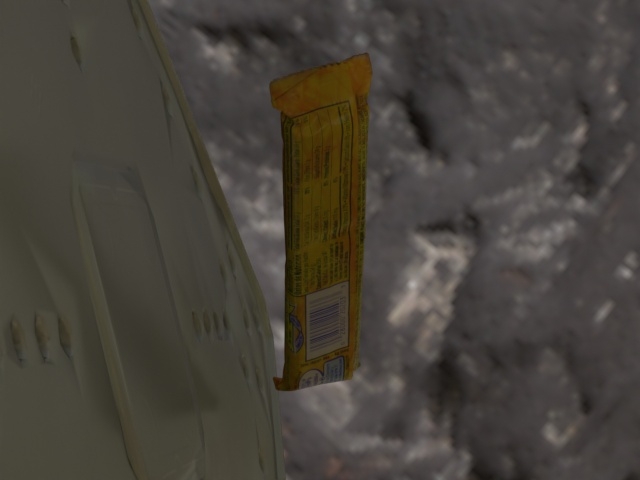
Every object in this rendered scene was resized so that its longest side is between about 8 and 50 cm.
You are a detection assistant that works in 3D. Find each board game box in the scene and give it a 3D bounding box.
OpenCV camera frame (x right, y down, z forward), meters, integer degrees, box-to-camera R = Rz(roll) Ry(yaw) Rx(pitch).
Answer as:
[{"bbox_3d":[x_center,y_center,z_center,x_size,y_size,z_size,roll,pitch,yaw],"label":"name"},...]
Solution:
[{"bbox_3d":[-0.080,0.035,0.655,0.050,0.390,0.390,-14,132,7],"label":"board game box"}]

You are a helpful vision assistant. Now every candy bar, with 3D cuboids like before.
[{"bbox_3d":[0.000,0.000,0.764,0.040,0.018,0.161,-17,134,-20],"label":"candy bar"}]
